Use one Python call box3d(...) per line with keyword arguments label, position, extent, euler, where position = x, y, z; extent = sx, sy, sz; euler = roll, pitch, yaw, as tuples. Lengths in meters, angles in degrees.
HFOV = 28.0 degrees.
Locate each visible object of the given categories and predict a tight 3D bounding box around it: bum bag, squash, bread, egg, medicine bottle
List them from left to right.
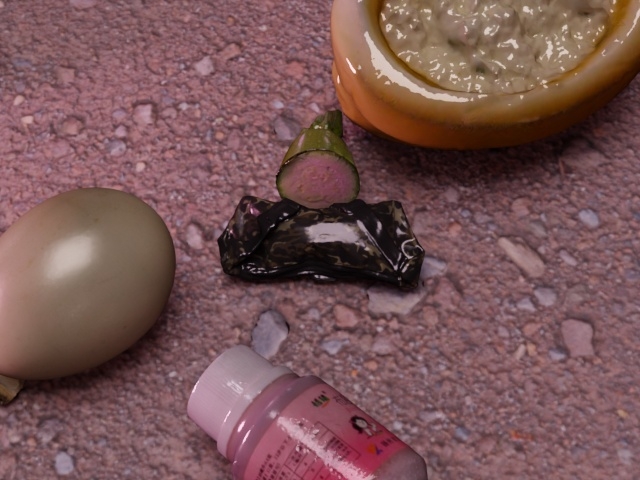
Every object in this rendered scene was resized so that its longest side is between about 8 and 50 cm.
box3d(label="egg", position=(-0.278, 0.051, 1.428), extent=(0.254, 0.188, 0.188), euler=(-40, 63, -16))
box3d(label="medicine bottle", position=(-0.018, 0.217, 1.334), extent=(0.247, 0.147, 0.147), euler=(36, 65, 22))
box3d(label="squash", position=(-0.004, -0.109, 1.590), extent=(0.105, 0.105, 0.132), euler=(-2, 41, 1))
box3d(label="bum bag", position=(0.000, -0.001, 1.520), extent=(0.248, 0.069, 0.102), euler=(4, 56, 3))
box3d(label="bread", position=(0.205, -0.279, 1.577), extent=(0.424, 0.245, 0.329), euler=(-27, 98, -12))

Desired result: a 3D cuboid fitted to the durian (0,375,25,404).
box3d(label="durian", position=(-0.370, 0.125, 1.466), extent=(0.066, 0.052, 0.130), euler=(-2, 59, -4))
